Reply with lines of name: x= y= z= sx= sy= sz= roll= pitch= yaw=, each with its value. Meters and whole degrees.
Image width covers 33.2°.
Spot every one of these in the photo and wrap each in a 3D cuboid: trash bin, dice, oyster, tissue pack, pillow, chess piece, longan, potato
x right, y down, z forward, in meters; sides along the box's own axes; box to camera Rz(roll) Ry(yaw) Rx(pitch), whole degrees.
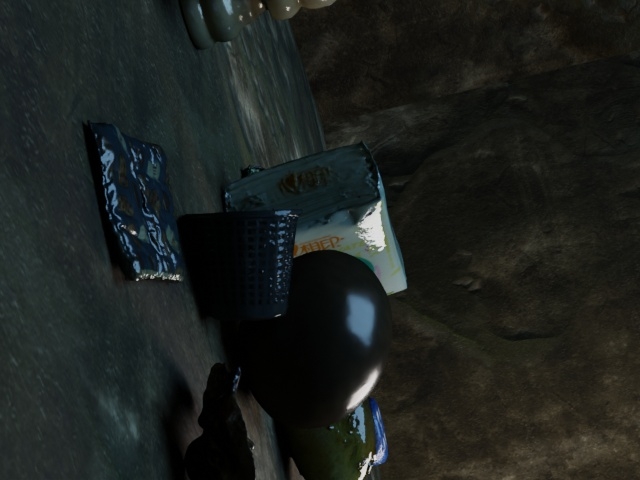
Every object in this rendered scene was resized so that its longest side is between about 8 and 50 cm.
trash bin: x=-0.111 y=0.035 z=1.577 sx=0.175 sy=0.175 sz=0.161 roll=-25 pitch=114 yaw=-84
dice: x=0.071 y=0.444 z=2.446 sx=0.143 sy=0.146 sz=0.146 roll=7 pitch=71 yaw=-86
oyster: x=-0.104 y=0.324 z=1.283 sx=0.221 sy=0.096 sz=0.361 roll=76 pitch=4 yaw=-72
tissue pack: x=0.000 y=0.000 z=2.042 sx=0.388 sy=0.287 sz=0.162 roll=68 pitch=5 yaw=-61
pillow: x=-0.216 y=-0.041 z=1.295 sx=0.255 sy=0.034 sz=0.189 roll=15 pitch=60 yaw=-82
chess piece: x=-0.102 y=-0.465 z=1.972 sx=0.167 sy=0.299 sz=0.167 roll=-13 pitch=90 yaw=-83
longan: x=-0.004 y=0.162 z=1.747 sx=0.243 sy=0.300 sz=0.300 roll=37 pitch=-18 yaw=30
potato: x=0.011 y=0.322 z=2.000 sx=0.210 sy=0.173 sz=0.308 roll=66 pitch=10 yaw=-72

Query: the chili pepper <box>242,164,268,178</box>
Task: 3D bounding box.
chili pepper: x=-0.110 y=-0.054 z=2.215 sx=0.108 sy=0.062 sz=0.216 roll=-79 pitch=157 yaw=-60
